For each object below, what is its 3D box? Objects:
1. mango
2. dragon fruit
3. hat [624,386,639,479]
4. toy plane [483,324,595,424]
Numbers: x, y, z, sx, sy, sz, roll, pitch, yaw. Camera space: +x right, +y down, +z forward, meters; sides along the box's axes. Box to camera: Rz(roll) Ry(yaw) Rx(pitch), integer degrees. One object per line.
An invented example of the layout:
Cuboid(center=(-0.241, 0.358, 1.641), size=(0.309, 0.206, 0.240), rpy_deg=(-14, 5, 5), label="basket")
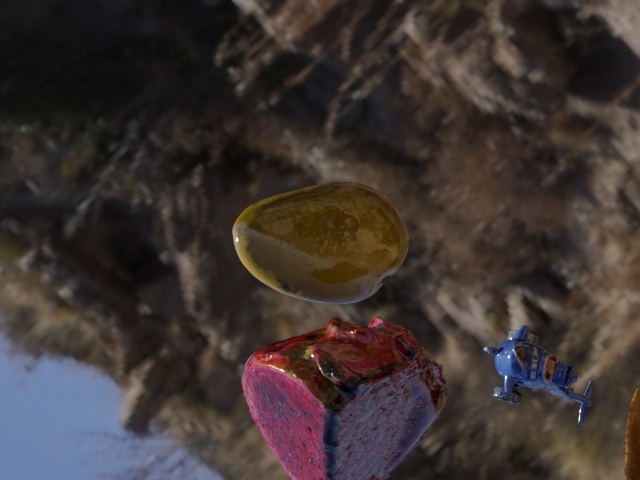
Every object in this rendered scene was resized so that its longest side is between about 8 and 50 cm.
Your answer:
Cuboid(center=(0.000, 0.000, 1.669), size=(0.195, 0.137, 0.098), rpy_deg=(8, 171, 1), label="mango")
Cuboid(center=(0.017, 0.149, 1.433), size=(0.189, 0.163, 0.262), rpy_deg=(18, 150, 10), label="dragon fruit")
Cuboid(center=(0.498, 0.259, 1.707), size=(0.244, 0.233, 0.233), rpy_deg=(5, -106, -53), label="hat")
Cuboid(center=(0.167, 0.101, 1.105), size=(0.062, 0.054, 0.167), rpy_deg=(12, 169, 26), label="toy plane")
